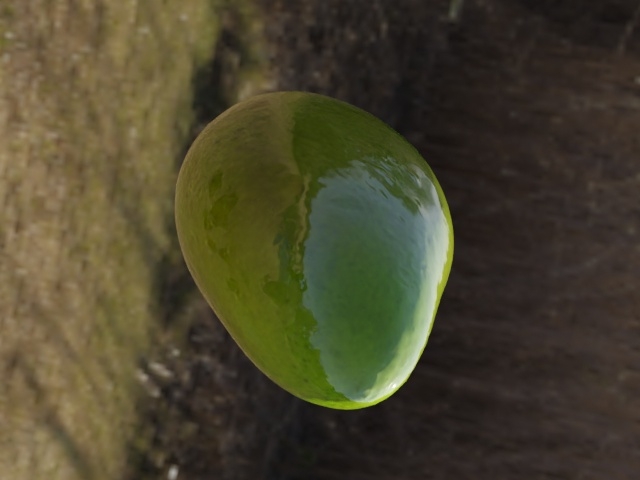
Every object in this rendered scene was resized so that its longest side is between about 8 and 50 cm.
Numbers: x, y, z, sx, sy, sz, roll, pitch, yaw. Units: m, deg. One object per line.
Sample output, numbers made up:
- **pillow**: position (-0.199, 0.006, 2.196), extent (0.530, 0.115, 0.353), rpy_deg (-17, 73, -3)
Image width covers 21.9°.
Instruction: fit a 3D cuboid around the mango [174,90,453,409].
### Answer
- **mango**: position (-0.006, -0.006, 1.056), extent (0.149, 0.185, 0.273), rpy_deg (-49, -173, 19)
